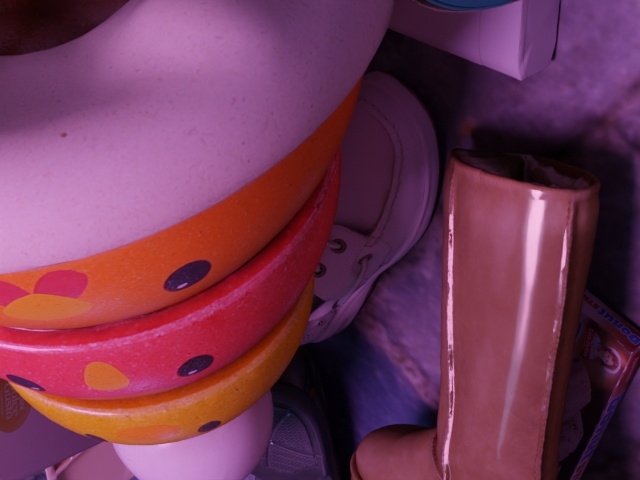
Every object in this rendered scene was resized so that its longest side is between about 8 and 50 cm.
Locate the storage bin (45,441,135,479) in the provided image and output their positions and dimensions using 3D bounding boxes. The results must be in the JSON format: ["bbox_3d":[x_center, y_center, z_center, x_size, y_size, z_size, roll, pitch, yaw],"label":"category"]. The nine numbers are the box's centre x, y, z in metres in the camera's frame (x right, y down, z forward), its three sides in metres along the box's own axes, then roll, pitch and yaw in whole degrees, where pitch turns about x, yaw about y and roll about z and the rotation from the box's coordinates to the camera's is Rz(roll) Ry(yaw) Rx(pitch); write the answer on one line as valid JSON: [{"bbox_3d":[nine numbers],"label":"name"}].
[{"bbox_3d":[-0.325,0.124,1.382,0.262,0.123,0.260,26,132,38],"label":"storage bin"}]

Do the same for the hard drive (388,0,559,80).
[{"bbox_3d":[0.015,-0.239,0.786,0.307,0.040,0.203,28,134,36],"label":"hard drive"}]

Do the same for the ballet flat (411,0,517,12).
[{"bbox_3d":[0.094,-0.147,0.645,0.052,0.168,0.057,47,136,40],"label":"ballet flat"}]

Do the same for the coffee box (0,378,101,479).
[{"bbox_3d":[-0.378,0.013,1.049,0.338,0.334,0.338,2,98,26],"label":"coffee box"}]

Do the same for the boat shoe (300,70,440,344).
[{"bbox_3d":[0.000,0.000,0.920,0.098,0.096,0.277,46,142,20],"label":"boat shoe"}]

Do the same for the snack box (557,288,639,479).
[{"bbox_3d":[0.160,0.108,0.864,0.064,0.022,0.178,42,141,28],"label":"snack box"}]

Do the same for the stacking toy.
[{"bbox_3d":[-0.103,0.007,0.789,0.350,0.350,0.480,32,152,34],"label":"stacking toy"}]

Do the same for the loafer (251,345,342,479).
[{"bbox_3d":[-0.013,0.208,1.117,0.096,0.084,0.268,6,128,13],"label":"loafer"}]

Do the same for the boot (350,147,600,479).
[{"bbox_3d":[0.097,0.071,0.849,0.236,0.089,0.270,26,119,59],"label":"boot"}]
